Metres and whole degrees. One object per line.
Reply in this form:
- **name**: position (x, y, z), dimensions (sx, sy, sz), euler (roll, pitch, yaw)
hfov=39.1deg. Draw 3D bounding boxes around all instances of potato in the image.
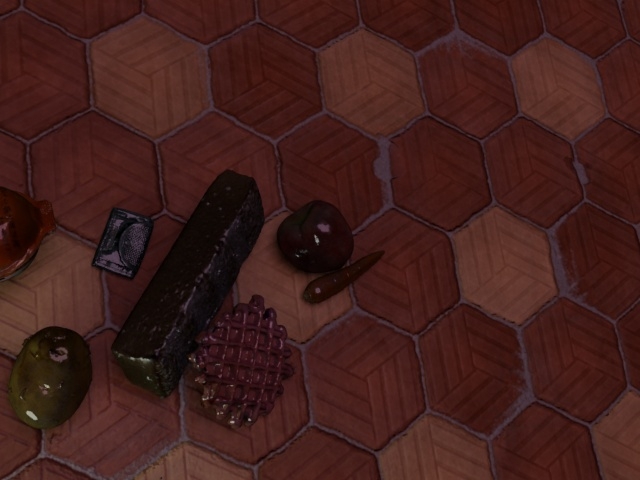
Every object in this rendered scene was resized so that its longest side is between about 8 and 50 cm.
- **potato**: position (-0.467, 0.235, 1.566), dimensions (0.137, 0.137, 0.176), euler (25, 87, -9)

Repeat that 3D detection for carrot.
- **carrot**: position (0.055, 0.070, 1.851), dimensions (0.216, 0.048, 0.048), euler (-28, 83, -30)

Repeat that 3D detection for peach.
- **peach**: position (0.000, 0.000, 1.804), dimensions (0.152, 0.152, 0.152), euler (6, 70, -17)

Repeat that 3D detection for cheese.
- **cheese**: position (-0.631, 0.001, 1.582), dimensions (0.329, 0.129, 0.217), euler (-19, 53, -11)

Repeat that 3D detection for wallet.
- **wallet**: position (-0.376, 0.003, 1.728), dimensions (0.088, 0.026, 0.129), euler (20, 67, -11)

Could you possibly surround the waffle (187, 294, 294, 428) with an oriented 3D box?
- **waffle**: position (-0.138, 0.230, 1.666), dimensions (0.221, 0.055, 0.234), euler (-39, 121, -35)

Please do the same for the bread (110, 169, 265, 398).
- **bread**: position (-0.231, 0.076, 1.673), dimensions (0.113, 0.165, 0.416), euler (22, 65, 12)

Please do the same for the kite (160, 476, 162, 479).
- **kite**: position (-0.299, 0.465, 1.608), dimensions (0.044, 0.002, 0.078), euler (-5, 75, -21)
